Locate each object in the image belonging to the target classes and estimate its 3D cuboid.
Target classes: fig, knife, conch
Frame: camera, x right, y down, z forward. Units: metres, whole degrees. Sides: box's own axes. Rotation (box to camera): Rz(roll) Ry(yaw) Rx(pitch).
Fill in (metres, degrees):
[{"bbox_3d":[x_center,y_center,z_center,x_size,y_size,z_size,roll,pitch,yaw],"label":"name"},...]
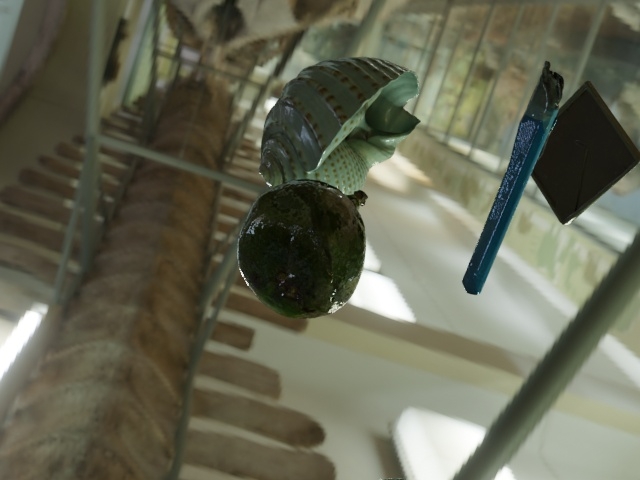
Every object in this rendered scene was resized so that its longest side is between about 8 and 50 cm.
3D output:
[{"bbox_3d":[0.000,0.000,1.686,0.203,0.203,0.235,23,-153,25],"label":"fig"},{"bbox_3d":[0.226,-0.067,1.340,0.026,0.297,0.044,-4,-148,-44],"label":"knife"},{"bbox_3d":[0.022,-0.209,2.021,0.215,0.303,0.319,35,-125,13],"label":"conch"}]

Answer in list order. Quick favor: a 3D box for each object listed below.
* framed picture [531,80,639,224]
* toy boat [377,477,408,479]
[{"bbox_3d":[0.494,-0.164,2.199,0.023,0.260,0.189,-22,-106,-33],"label":"framed picture"},{"bbox_3d":[0.021,0.435,1.796,0.299,0.134,0.092,-4,-161,-25],"label":"toy boat"}]
